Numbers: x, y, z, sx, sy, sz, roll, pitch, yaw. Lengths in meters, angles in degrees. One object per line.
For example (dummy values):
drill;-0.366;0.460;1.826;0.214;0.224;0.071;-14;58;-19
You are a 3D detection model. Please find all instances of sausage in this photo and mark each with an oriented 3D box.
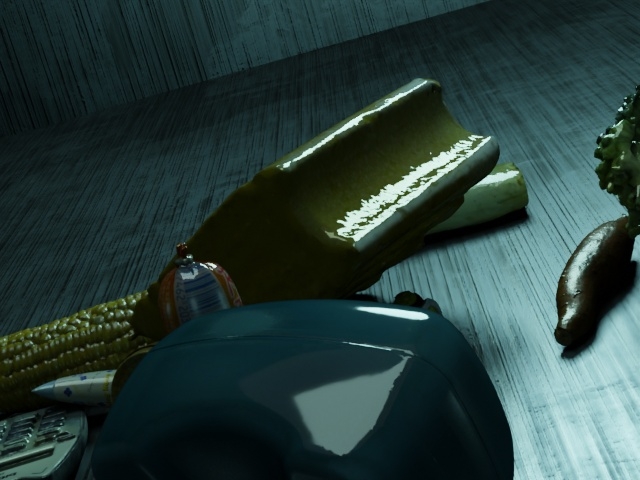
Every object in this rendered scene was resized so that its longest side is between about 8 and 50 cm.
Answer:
sausage;-0.083;0.111;1.251;0.071;0.234;0.071;-15;15;4

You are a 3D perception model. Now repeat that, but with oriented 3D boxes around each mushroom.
mushroom;0.105;-0.034;1.860;0.312;0.081;0.100;-12;19;0

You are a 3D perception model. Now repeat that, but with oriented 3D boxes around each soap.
soap;0.000;0.000;1.530;0.335;0.156;0.293;-35;-11;-50

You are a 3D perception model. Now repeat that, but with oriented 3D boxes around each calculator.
calculator;-0.318;0.217;1.485;0.177;0.040;0.268;-16;15;-1

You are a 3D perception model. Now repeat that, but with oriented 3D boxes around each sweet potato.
sweet potato;0.273;0.033;1.501;0.057;0.057;0.264;-6;23;32

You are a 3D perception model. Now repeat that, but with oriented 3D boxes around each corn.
corn;-0.257;0.126;1.641;0.313;0.102;0.102;-19;16;2

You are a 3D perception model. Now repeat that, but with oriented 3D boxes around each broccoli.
broccoli;0.410;-0.074;1.467;0.263;0.247;0.243;16;37;-31

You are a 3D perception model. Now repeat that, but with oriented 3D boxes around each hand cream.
hand cream;-0.211;0.154;1.551;0.170;0.043;0.065;-1;-3;15

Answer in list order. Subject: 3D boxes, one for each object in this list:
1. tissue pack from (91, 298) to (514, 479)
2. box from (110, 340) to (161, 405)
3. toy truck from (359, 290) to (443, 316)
tissue pack;-0.005;0.146;1.094;0.287;0.198;0.206;-6;35;36
box;-0.149;0.149;1.428;0.105;0.106;0.037;-10;11;22
toy truck;0.067;0.103;1.450;0.111;0.076;0.077;-13;36;15
